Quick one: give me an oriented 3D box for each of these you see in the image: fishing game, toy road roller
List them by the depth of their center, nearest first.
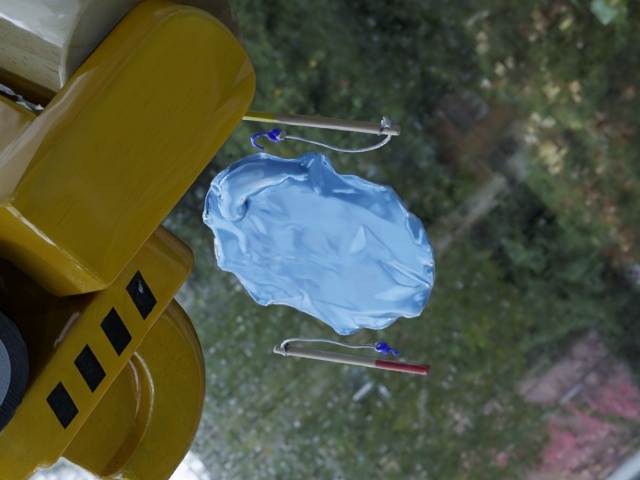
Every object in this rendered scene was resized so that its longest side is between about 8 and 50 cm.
[{"bbox_3d":[-0.153,0.007,0.795,0.202,0.329,0.240,26,167,48],"label":"toy road roller"},{"bbox_3d":[0.000,0.000,1.012,0.041,0.189,0.264,-65,-30,-41],"label":"fishing game"}]
